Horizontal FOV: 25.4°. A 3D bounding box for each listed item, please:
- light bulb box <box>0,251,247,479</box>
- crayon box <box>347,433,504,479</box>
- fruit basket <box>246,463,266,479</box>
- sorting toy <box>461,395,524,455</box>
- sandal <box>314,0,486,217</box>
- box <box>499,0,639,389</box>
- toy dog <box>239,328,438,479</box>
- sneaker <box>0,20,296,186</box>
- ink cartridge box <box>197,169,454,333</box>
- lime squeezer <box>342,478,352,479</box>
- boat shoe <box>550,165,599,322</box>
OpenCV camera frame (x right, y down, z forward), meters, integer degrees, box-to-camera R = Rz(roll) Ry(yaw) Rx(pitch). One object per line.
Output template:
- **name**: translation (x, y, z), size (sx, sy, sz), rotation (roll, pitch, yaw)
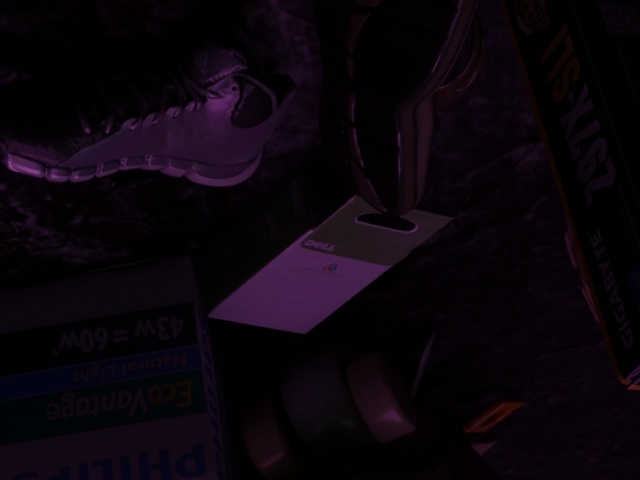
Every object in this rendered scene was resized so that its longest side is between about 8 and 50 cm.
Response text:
- **light bulb box**: translation (-0.254, 0.215, 1.319), size (0.358, 0.225, 0.361), rotation (-10, 151, -2)
- **crayon box**: translation (0.019, 0.351, 1.402), size (0.313, 0.106, 0.363), rotation (-50, 164, 13)
- **fruit basket**: translation (-0.175, 0.383, 1.705), size (0.327, 0.165, 0.353), rotation (-6, 156, -16)
- **sorting toy**: translation (0.110, 0.300, 1.681), size (0.196, 0.047, 0.347), rotation (-2, 143, -52)
- **sandal**: translation (0.059, -0.130, 0.969), size (0.086, 0.120, 0.303), rotation (-32, 159, -20)
- **box**: translation (0.274, -0.061, 0.920), size (0.257, 0.322, 0.079), rotation (2, 147, -23)
- **toy dog**: translation (0.022, 0.149, 1.423), size (0.220, 0.161, 0.333), rotation (-17, 164, -6)
- **sneaker**: translation (-0.116, -0.106, 0.969), size (0.229, 0.086, 0.132), rotation (0, 145, -39)
- **ink cartridge box**: translation (0.000, 0.000, 1.197), size (0.109, 0.062, 0.209), rotation (13, 142, -36)
- **lime squeezer**: translation (0.037, 0.339, 1.829), size (0.110, 0.059, 0.310), rotation (-26, 165, -43)
- **boat shoe**: translation (0.268, -0.011, 1.207), size (0.122, 0.110, 0.341), rotation (-9, 153, 14)
